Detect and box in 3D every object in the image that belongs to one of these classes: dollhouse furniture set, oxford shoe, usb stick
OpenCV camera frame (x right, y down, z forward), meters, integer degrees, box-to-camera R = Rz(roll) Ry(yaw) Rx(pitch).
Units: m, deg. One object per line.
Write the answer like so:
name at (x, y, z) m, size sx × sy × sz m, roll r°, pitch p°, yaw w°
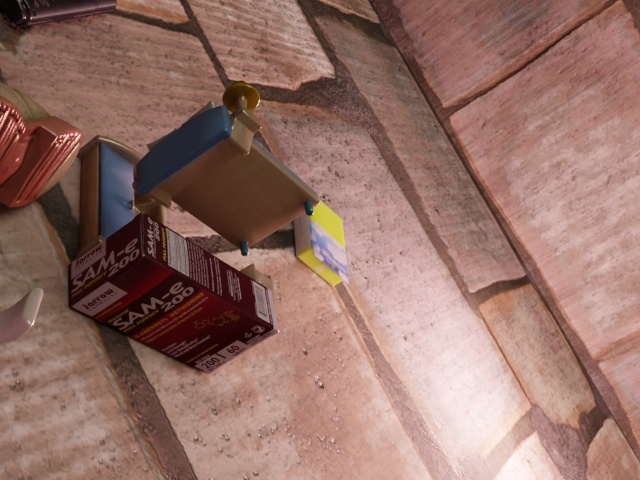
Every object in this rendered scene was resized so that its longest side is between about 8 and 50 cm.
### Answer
dollhouse furniture set at (-0.129, -0.071, 1.261) m, size 0.286 × 0.303 × 0.198 m, roll 36°, pitch 32°, yaw -41°
oxford shoe at (-0.385, -0.114, 0.995) m, size 0.146 × 0.140 × 0.397 m, roll 37°, pitch 2°, yaw 3°
usb stick at (-0.391, -0.366, 1.449) m, size 0.077 × 0.045 × 0.278 m, roll 61°, pitch 22°, yaw -8°

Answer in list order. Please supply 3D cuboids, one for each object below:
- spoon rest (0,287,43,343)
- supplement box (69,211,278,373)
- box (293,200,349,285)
spoon rest at (-0.405, 0.024, 0.905) m, size 0.276 × 0.084 × 0.137 m, roll 32°, pitch 30°, yaw -21°
supplement box at (-0.178, 0.072, 1.202) m, size 0.239 × 0.130 × 0.073 m, roll 34°, pitch 32°, yaw -41°
box at (0.000, 0.000, 1.759) m, size 0.109 × 0.042 × 0.178 m, roll 40°, pitch 29°, yaw -34°
